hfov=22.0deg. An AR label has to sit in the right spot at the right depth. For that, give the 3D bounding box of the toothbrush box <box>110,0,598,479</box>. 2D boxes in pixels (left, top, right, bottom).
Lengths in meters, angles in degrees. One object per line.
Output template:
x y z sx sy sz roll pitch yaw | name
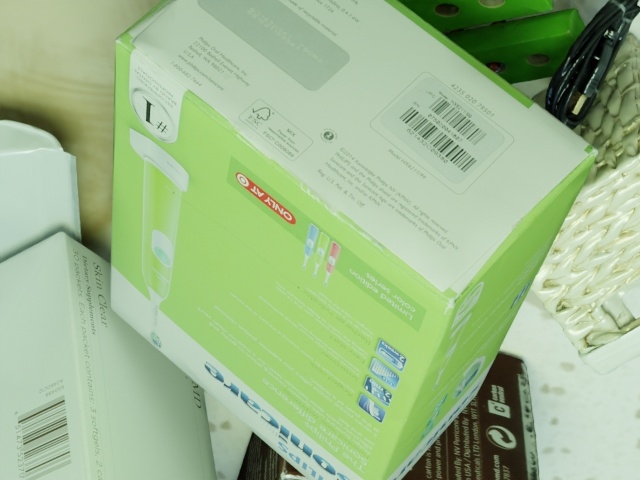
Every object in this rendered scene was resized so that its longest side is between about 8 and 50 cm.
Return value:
0.000 0.000 0.879 0.206 0.122 0.283 39 151 14 | toothbrush box

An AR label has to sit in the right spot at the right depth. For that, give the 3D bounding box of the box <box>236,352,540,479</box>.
0.033 0.184 1.093 0.167 0.168 0.203 13 126 -7 | box

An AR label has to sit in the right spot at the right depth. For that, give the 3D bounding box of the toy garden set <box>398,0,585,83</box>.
0.012 -0.153 0.890 0.203 0.049 0.244 -8 153 28 | toy garden set

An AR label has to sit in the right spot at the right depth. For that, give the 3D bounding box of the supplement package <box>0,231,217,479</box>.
-0.182 0.167 1.017 0.204 0.262 0.145 -26 145 20 | supplement package

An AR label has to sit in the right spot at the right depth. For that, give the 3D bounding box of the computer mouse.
0.183 -0.165 0.863 0.041 0.071 0.242 30 112 23 | computer mouse

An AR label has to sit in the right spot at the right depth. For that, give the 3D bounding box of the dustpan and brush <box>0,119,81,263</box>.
-0.256 -0.029 1.031 0.211 0.060 0.147 0 139 -5 | dustpan and brush

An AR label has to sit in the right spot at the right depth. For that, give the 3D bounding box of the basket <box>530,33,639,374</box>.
0.170 -0.026 0.939 0.113 0.167 0.103 -36 111 25 | basket
